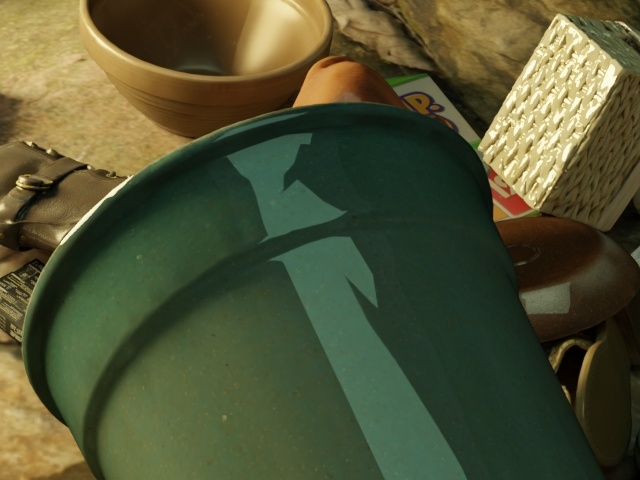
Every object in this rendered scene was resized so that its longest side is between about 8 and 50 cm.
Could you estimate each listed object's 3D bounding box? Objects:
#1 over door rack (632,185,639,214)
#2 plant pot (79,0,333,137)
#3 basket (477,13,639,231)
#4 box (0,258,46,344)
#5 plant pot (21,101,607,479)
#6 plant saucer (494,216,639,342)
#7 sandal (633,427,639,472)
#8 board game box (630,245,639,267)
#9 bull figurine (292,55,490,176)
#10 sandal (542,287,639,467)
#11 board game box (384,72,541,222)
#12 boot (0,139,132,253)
[{"bbox_3d":[0.429,-0.154,1.564,0.239,0.108,0.324,0,56,19],"label":"over door rack"},{"bbox_3d":[-0.110,-0.174,1.557,0.237,0.109,0.237,5,39,-4],"label":"plant pot"},{"bbox_3d":[0.234,-0.106,1.470,0.103,0.167,0.113,6,32,-41],"label":"basket"},{"bbox_3d":[-0.226,0.054,1.323,0.083,0.018,0.067,32,44,27],"label":"box"},{"bbox_3d":[0.024,0.148,1.026,0.341,0.341,0.334,-10,49,-22],"label":"plant pot"},{"bbox_3d":[0.162,0.025,1.359,0.199,0.036,0.198,-9,23,4],"label":"plant saucer"},{"bbox_3d":[0.338,0.115,1.294,0.120,0.086,0.303,25,41,20],"label":"sandal"},{"bbox_3d":[0.306,0.040,1.438,0.090,0.020,0.090,29,41,24],"label":"board game box"},{"bbox_3d":[0.000,0.000,1.310,0.188,0.101,0.310,32,70,-13],"label":"bull figurine"},{"bbox_3d":[0.204,0.108,1.310,0.079,0.088,0.240,-12,22,27],"label":"sandal"},{"bbox_3d":[0.090,-0.081,1.542,0.124,0.039,0.259,-10,39,-23],"label":"board game box"},{"bbox_3d":[-0.175,-0.043,1.399,0.229,0.091,0.263,21,30,27],"label":"boot"}]
